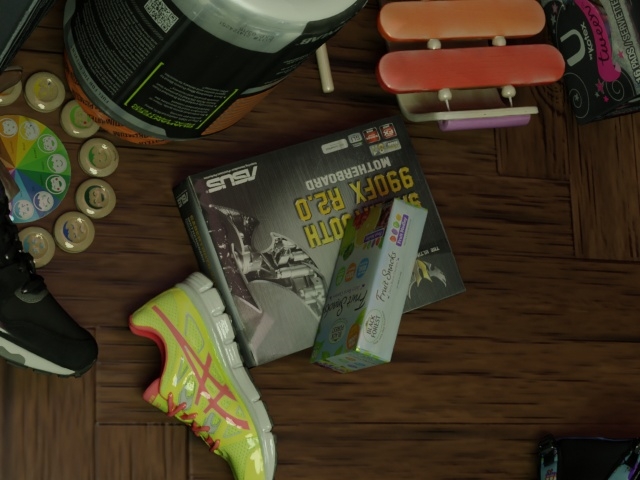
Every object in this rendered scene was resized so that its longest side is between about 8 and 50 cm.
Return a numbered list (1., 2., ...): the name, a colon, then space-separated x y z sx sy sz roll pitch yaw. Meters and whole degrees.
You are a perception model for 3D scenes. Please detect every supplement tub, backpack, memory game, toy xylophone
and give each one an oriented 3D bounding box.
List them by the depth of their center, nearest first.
1. supplement tub: -0.097 -0.202 1.232 0.193 0.316 0.194 9 69 -25
2. memory game: -0.266 -0.066 1.302 0.186 0.012 0.186 5 76 -22
3. backpack: 0.264 0.274 1.365 0.117 0.158 0.173 35 64 -30
4. toy xylophone: 0.098 -0.249 1.461 0.236 0.081 0.323 -14 83 -25

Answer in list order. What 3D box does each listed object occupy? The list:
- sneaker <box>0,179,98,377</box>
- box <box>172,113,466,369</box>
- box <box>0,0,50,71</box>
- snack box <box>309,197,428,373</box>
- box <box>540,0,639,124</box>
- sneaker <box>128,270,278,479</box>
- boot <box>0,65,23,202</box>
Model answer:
1. sneaker: -0.283 -0.001 1.206 0.283 0.107 0.124 36 91 -12
2. box: 0.000 0.000 1.375 0.231 0.056 0.183 -17 84 -25
3. box: -0.266 -0.258 1.139 0.182 0.296 0.294 33 42 -12
4. snack box: 0.041 0.041 1.295 0.037 0.100 0.141 21 72 -18
5. box: 0.325 -0.263 1.528 0.163 0.142 0.247 -13 82 -24
6. sneaker: -0.105 0.138 1.293 0.094 0.081 0.208 -20 80 -19
7. boot: -0.280 -0.082 1.272 0.106 0.037 0.114 -28 86 -13
